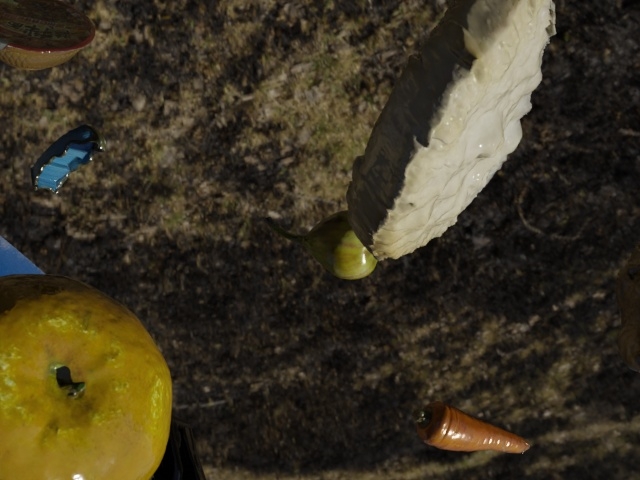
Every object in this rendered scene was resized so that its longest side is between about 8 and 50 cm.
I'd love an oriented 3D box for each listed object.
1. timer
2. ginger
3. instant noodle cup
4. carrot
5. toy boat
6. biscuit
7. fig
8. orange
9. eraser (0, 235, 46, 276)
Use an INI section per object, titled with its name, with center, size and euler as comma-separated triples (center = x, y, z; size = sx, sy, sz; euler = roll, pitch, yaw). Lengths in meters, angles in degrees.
[timer]
center = -0.157, 0.304, 0.872
size = 0.055, 0.188, 0.144
euler = -16, 163, -5
[ginger]
center = 0.402, 0.073, 0.823
size = 0.080, 0.166, 0.333
euler = -5, -178, 40
[instant noodle cup]
center = -0.624, -0.431, 1.550
size = 0.273, 0.274, 0.091
euler = 3, 131, -25
[carrot]
center = 0.225, 0.280, 1.038
size = 0.256, 0.061, 0.061
euler = 25, 127, -33
[toy boat]
center = -0.493, -0.157, 1.446
size = 0.185, 0.077, 0.075
euler = -37, 157, 19
[biscuit]
center = 0.088, -0.064, 0.555
size = 0.179, 0.084, 0.281
euler = -50, 166, -14
[fig]
center = 0.012, -0.007, 0.987
size = 0.093, 0.166, 0.093
euler = -21, 121, -39
[orange]
center = -0.292, 0.170, 0.737
size = 0.279, 0.279, 0.235
euler = 13, 147, -34
[eraser]
center = -0.676, 0.035, 1.448
size = 0.311, 0.144, 0.043
euler = 39, 117, 3
